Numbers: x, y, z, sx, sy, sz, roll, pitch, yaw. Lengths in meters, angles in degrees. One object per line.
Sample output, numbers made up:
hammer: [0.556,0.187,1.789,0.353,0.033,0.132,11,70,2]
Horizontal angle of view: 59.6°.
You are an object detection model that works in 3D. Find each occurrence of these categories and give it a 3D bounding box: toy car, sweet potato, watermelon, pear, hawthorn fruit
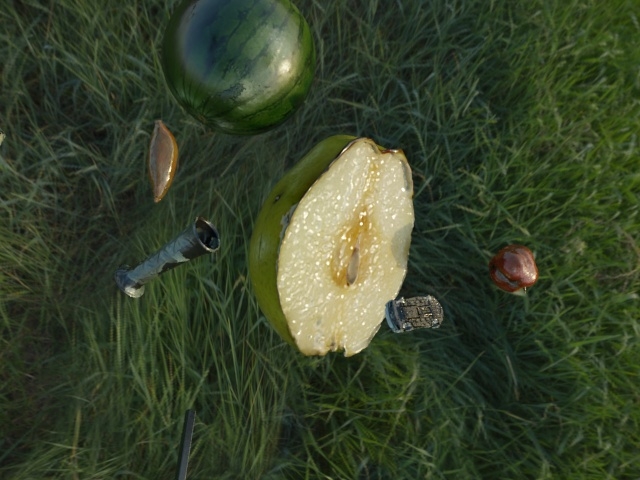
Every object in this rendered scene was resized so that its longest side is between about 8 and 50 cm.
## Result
toy car: [0.113,0.087,0.668,0.093,0.025,0.041,3,68,-43]
sweet potato: [-0.180,-0.090,0.636,0.034,0.034,0.095,2,90,-7]
watermelon: [-0.126,-0.289,0.890,0.242,0.242,0.243,2,71,-6]
pear: [0.000,0.000,1.008,0.191,0.340,0.387,17,93,43]
hawthorn fruit: [0.356,0.055,1.026,0.093,0.093,0.093,2,71,-6]

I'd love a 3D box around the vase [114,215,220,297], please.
vase: [-0.232,0.027,0.843,0.167,0.059,0.059,-29,74,20]

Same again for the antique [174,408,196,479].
antique: [-0.250,0.404,1.008,0.015,0.031,0.192,16,64,-24]

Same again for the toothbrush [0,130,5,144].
toothbrush: [-0.388,0.016,0.558,0.028,0.026,0.294,26,95,-13]
